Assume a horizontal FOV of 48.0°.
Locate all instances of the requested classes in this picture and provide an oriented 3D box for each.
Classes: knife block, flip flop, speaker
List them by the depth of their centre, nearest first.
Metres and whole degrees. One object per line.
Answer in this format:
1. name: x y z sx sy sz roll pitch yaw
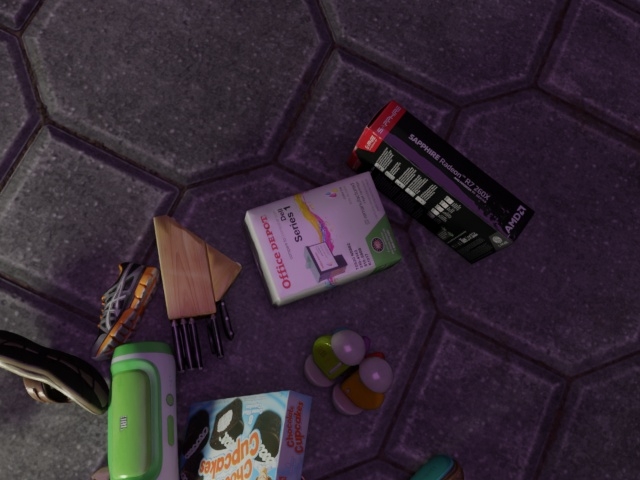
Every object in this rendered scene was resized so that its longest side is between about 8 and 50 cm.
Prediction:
1. speaker: -0.332 0.346 1.352 0.131 0.131 0.296 -3 69 -10
2. flip flop: -0.532 0.262 1.373 0.277 0.112 0.080 25 104 -8
3. knife block: -0.280 0.118 1.446 0.276 0.088 0.242 35 74 -1

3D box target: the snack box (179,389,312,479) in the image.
1. snack box: -0.146 0.377 1.286 0.060 0.322 0.187 25 61 -34

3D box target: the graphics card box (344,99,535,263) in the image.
1. graphics card box: 0.240 -0.113 1.510 0.371 0.233 0.094 39 74 2

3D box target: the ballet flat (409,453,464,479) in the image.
1. ballet flat: 0.156 0.565 1.420 0.342 0.116 0.124 -31 103 -18

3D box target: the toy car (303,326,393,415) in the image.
1. toy car: 0.069 0.251 1.459 0.182 0.159 0.136 44 40 3

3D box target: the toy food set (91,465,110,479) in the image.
1. toy food set: -0.335 0.493 1.385 0.132 0.038 0.192 -37 80 -22

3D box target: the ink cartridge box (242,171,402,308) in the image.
1. ink cartridge box: 0.000 0.000 1.504 0.278 0.117 0.201 -19 81 -12

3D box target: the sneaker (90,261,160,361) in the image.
1. sneaker: -0.402 0.140 1.433 0.083 0.084 0.214 23 71 10

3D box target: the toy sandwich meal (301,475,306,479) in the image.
1. toy sandwich meal: -0.055 0.503 1.427 0.086 0.029 0.085 2 77 -9
